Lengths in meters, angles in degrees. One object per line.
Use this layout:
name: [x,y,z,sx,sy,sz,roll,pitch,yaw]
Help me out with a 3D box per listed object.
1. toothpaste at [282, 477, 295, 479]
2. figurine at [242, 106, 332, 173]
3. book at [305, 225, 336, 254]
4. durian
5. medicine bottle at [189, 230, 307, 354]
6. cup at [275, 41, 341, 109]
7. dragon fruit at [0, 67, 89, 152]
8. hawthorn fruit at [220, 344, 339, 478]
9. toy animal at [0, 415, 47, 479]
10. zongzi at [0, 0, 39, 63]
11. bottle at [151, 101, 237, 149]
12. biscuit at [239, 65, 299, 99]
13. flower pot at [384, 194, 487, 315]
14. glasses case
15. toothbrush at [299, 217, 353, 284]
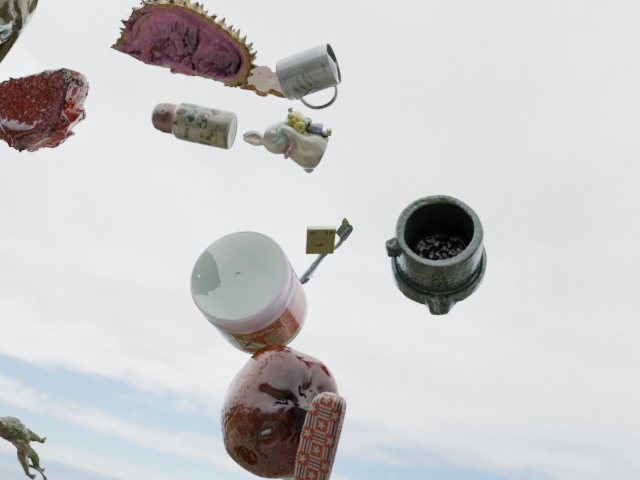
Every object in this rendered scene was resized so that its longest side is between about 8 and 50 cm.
toothpaste: [-0.028,0.815,1.883,0.061,0.099,0.392,-7,-59,35]
figurine: [-0.099,-0.309,1.920,0.235,0.127,0.155,21,-60,-16]
book: [0.000,-0.001,1.692,0.077,0.014,0.111,0,-37,-4]
durian: [-0.298,-0.480,1.508,0.341,0.112,0.191,12,-48,-19]
medicine bottle: [-0.175,0.138,1.651,0.252,0.253,0.241,8,-28,17]
cup: [-0.021,-0.370,1.499,0.133,0.136,0.099,-14,7,16]
dragon fruit: [-0.581,-0.287,1.389,0.261,0.189,0.163,-4,-62,30]
hawthorn fruit: [-0.089,0.381,1.459,0.294,0.295,0.311,19,-2,-7]
toy animal: [-0.684,0.490,1.523,0.086,0.069,0.220,-7,-65,22]
zongzi: [-0.453,-0.176,0.810,0.499,0.218,0.467,-7,-47,10]
bottle: [-0.385,-0.353,1.961,0.253,0.121,0.120,12,-25,3]
biscuit: [-0.134,-0.412,1.694,0.183,0.133,0.027,0,-46,-19]
flower pot: [0.332,0.058,1.852,0.298,0.299,0.283,9,-29,15]
glasses case: [-0.001,0.385,1.244,0.073,0.195,0.049,14,1,24]
toothbrush: [-0.001,0.054,1.838,0.042,0.035,0.413,51,-36,10]
